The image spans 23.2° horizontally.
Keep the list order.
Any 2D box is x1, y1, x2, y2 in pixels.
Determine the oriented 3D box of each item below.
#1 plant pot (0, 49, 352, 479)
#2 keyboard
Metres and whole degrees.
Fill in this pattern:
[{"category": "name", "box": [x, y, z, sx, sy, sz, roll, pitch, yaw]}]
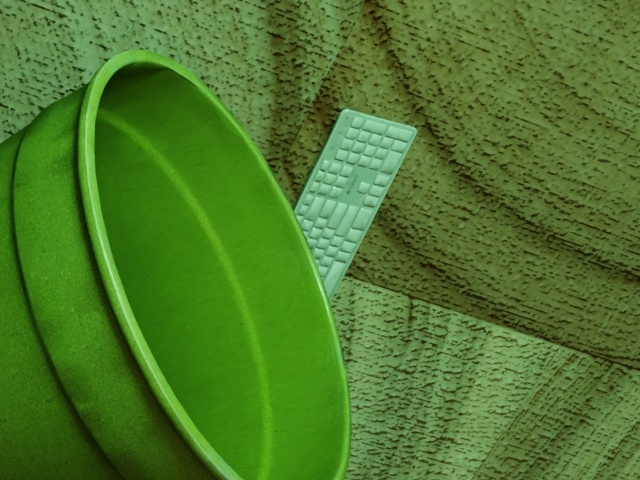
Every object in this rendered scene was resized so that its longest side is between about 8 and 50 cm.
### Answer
[{"category": "plant pot", "box": [-0.216, 0.093, 1.209, 0.353, 0.366, 0.366, -24, 125, 19]}, {"category": "keyboard", "box": [0.000, 0.000, 1.360, 0.072, 0.014, 0.256, 16, 119, -20]}]
